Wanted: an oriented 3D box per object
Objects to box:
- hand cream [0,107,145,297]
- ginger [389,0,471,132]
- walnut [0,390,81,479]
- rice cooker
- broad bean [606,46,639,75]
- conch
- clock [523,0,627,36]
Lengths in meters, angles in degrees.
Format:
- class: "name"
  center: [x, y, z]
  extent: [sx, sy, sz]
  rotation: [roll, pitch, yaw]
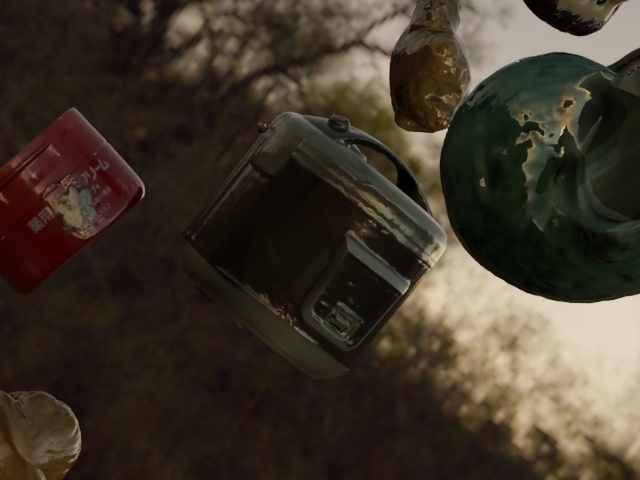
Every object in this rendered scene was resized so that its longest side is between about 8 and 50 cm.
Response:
- class: "hand cream"
  center: [-0.346, -0.046, 2.240]
  extent: [0.149, 0.230, 0.230]
  rotation: [49, -6, -8]
- class: "ginger"
  center: [0.123, -0.223, 1.855]
  extent: [0.086, 0.294, 0.131]
  rotation: [8, -44, 4]
- class: "walnut"
  center: [-0.362, 0.248, 2.100]
  extent: [0.166, 0.166, 0.149]
  rotation: [-157, -134, -73]
- class: "rice cooker"
  center: [0.000, 0.000, 2.506]
  extent: [0.335, 0.325, 0.335]
  rotation: [39, 0, 0]
- class: "broad bean"
  center: [0.378, -0.224, 2.421]
  extent: [0.039, 0.227, 0.069]
  rotation: [145, -67, -85]
- class: "conch"
  center: [0.178, -0.050, 1.190]
  extent: [0.134, 0.196, 0.202]
  rotation: [39, 20, -57]
- class: "clock"
  center: [0.238, -0.285, 1.574]
  extent: [0.194, 0.195, 0.100]
  rotation: [16, 31, -39]
